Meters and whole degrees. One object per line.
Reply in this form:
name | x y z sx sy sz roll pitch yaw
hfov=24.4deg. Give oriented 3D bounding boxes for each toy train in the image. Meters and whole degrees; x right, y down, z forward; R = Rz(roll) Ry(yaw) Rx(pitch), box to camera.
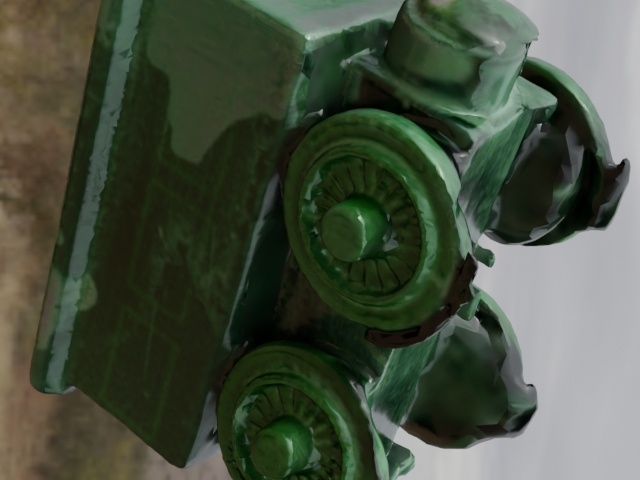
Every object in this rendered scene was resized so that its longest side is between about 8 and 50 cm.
toy train | 0.000 0.000 0.632 0.145 0.202 0.266 -24 140 -47
